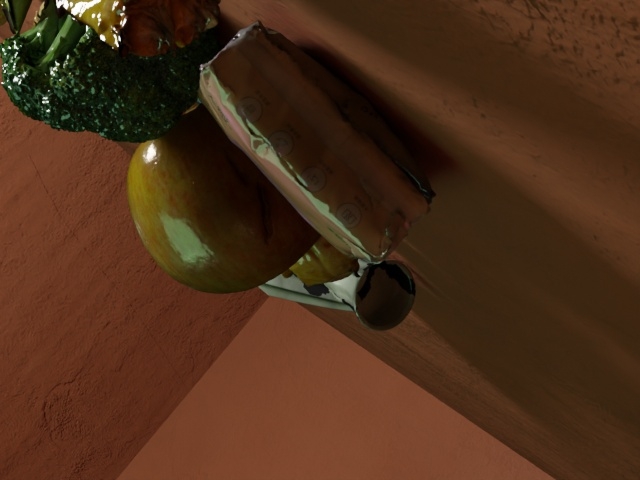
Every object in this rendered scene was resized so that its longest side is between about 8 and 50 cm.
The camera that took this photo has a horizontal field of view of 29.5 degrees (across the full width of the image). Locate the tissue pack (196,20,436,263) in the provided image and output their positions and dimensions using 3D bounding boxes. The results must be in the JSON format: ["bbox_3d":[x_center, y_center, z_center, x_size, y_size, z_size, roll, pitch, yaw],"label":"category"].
[{"bbox_3d":[-0.007,-0.100,1.240,0.257,0.123,0.215,48,175,-3],"label":"tissue pack"}]

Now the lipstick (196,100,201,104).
[{"bbox_3d":[-0.165,-0.205,1.784,0.116,0.037,0.037,35,172,10],"label":"lipstick"}]

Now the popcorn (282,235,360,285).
[{"bbox_3d":[0.000,0.000,1.765,0.152,0.148,0.167,61,167,14],"label":"popcorn"}]

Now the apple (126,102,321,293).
[{"bbox_3d":[-0.125,-0.069,1.565,0.264,0.264,0.264,39,173,6],"label":"apple"}]

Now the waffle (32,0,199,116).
[{"bbox_3d":[-0.317,-0.272,1.932,0.308,0.091,0.213,41,173,-12],"label":"waffle"}]

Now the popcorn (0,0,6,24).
[{"bbox_3d":[-0.627,-0.449,2.143,0.185,0.167,0.187,45,169,-2],"label":"popcorn"}]

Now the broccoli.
[{"bbox_3d":[-0.242,-0.228,1.404,0.269,0.261,0.242,156,103,-79],"label":"broccoli"}]

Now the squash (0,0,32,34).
[{"bbox_3d":[-0.390,-0.370,1.447,0.204,0.155,0.237,41,176,-18],"label":"squash"}]

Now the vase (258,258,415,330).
[{"bbox_3d":[0.010,0.049,2.022,0.165,0.165,0.360,44,168,-33],"label":"vase"}]

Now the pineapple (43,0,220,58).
[{"bbox_3d":[-0.160,-0.274,1.021,0.161,0.158,0.334,-2,-155,-33],"label":"pineapple"}]
